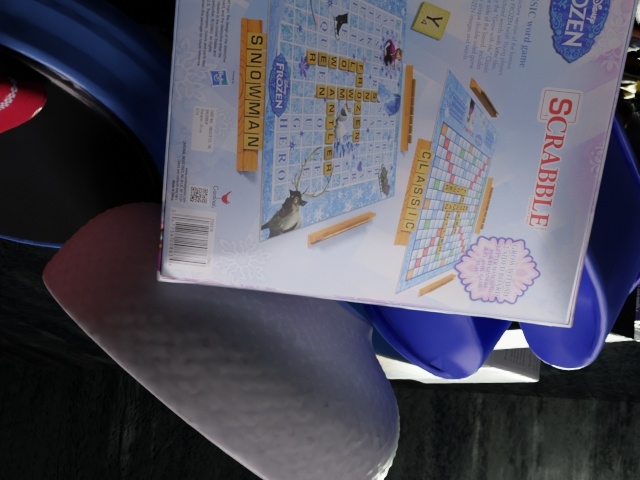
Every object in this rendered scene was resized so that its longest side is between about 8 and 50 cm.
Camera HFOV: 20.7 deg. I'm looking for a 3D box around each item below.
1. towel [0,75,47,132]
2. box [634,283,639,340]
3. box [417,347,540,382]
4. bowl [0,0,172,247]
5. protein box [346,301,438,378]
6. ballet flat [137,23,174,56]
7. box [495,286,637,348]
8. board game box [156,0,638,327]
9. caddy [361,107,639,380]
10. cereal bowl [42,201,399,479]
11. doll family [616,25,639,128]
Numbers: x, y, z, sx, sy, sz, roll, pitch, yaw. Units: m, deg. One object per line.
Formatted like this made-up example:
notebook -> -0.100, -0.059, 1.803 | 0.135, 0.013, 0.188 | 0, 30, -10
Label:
towel -> -0.376, -0.106, 1.367 | 0.274, 0.031, 0.198 | 7, 162, -43
box -> 0.336, 0.033, 2.009 | 0.207, 0.153, 0.108 | -6, 162, 41
box -> 0.183, 0.086, 2.248 | 0.181, 0.181, 0.119 | -4, 164, 38
bowl -> -0.296, -0.115, 1.541 | 0.391, 0.077, 0.391 | 14, 153, 7
protein box -> 0.045, 0.025, 1.797 | 0.199, 0.201, 0.136 | 17, 166, -35
ballet flat -> -0.125, -0.159, 1.538 | 0.240, 0.091, 0.077 | -3, 143, 20
box -> 0.219, 0.021, 1.938 | 0.103, 0.184, 0.261 | 14, 165, -43
board game box -> 0.051, -0.101, 1.259 | 0.317, 0.319, 0.066 | 7, -150, -1
caddy -> 0.138, -0.046, 1.465 | 0.241, 0.179, 0.341 | -8, 123, 33
cereal bowl -> -0.061, 0.077, 1.476 | 0.339, 0.141, 0.339 | 38, 180, 0
doll family -> 0.253, -0.137, 1.482 | 0.111, 0.076, 0.193 | 9, 175, -29
